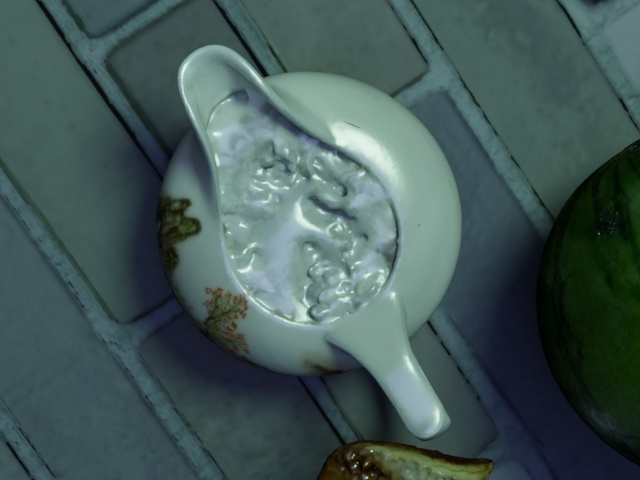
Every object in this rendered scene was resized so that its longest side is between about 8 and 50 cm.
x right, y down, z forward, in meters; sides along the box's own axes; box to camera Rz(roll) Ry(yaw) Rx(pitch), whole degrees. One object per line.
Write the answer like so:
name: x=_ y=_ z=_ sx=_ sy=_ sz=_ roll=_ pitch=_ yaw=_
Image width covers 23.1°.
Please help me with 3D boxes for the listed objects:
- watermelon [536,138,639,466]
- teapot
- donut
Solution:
watermelon: x=0.263 y=0.040 z=1.013 sx=0.242 sy=0.242 sz=0.242 roll=0 pitch=98 yaw=-3
teapot: x=0.000 y=0.000 z=1.043 sx=0.204 sy=0.139 sz=0.298 roll=-38 pitch=97 yaw=0
donut: x=0.027 y=0.230 z=1.073 sx=0.112 sy=0.151 sz=0.295 roll=27 pitch=112 yaw=5
